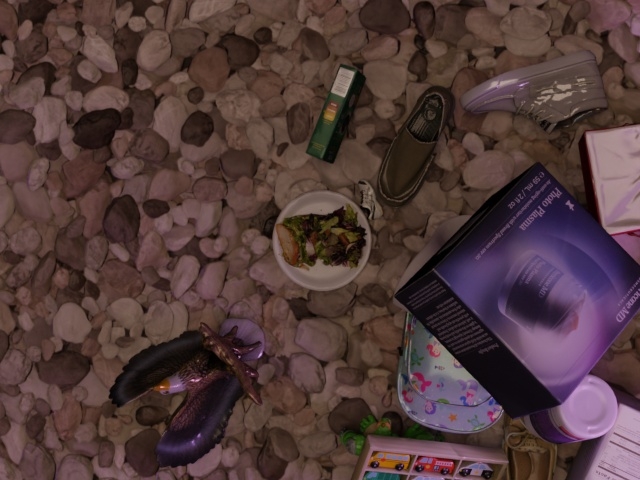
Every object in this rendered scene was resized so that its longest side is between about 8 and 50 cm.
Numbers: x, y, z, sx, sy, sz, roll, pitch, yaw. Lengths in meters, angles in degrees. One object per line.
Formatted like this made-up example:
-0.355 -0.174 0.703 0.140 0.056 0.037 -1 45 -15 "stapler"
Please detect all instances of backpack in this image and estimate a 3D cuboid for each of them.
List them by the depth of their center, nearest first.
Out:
0.250 0.226 1.747 0.225 0.191 0.253 10 98 11 "backpack"

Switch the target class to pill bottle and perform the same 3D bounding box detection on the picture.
0.424 0.296 1.647 0.108 0.193 0.108 3 73 -9 "pill bottle"

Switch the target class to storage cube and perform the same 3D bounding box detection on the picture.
0.562 -0.108 1.666 0.184 0.193 0.215 -9 88 12 "storage cube"

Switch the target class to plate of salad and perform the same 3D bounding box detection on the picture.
0.000 0.000 1.863 0.200 0.048 0.199 0 90 12 "plate of salad"

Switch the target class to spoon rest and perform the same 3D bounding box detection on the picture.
0.239 0.027 1.725 0.137 0.276 0.084 27 139 34 "spoon rest"

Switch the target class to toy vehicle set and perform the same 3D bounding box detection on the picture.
0.191 0.442 1.745 0.267 0.035 0.166 9 119 -13 "toy vehicle set"

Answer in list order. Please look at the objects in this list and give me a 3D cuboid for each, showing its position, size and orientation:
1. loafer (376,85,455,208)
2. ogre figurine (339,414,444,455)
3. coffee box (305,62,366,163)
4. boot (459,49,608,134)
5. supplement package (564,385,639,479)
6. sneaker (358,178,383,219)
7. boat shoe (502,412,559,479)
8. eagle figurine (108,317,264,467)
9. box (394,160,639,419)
0.173 -0.181 1.802 0.094 0.087 0.251 23 95 11 "loafer"
0.129 0.383 1.802 0.197 0.118 0.096 19 94 11 "ogre figurine"
0.030 -0.241 1.821 0.040 0.113 0.184 22 97 10 "coffee box"
0.394 -0.252 1.749 0.258 0.095 0.123 -18 80 11 "boot"
0.552 0.426 1.668 0.198 0.199 0.262 24 95 11 "supplement package"
0.090 -0.078 1.845 0.037 0.032 0.083 -25 83 -16 "sneaker"
0.391 0.411 1.759 0.105 0.089 0.285 -3 89 13 "boat shoe"
-0.257 0.280 1.875 0.298 0.225 0.226 -46 36 38 "eagle figurine"
0.343 0.083 1.581 0.294 0.183 0.296 46 66 0 "box"
